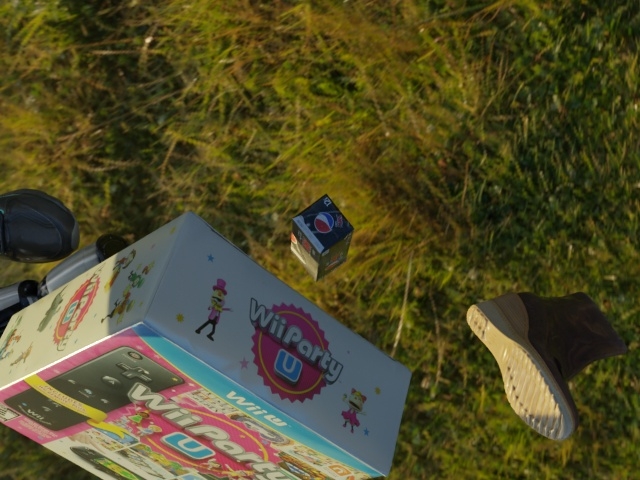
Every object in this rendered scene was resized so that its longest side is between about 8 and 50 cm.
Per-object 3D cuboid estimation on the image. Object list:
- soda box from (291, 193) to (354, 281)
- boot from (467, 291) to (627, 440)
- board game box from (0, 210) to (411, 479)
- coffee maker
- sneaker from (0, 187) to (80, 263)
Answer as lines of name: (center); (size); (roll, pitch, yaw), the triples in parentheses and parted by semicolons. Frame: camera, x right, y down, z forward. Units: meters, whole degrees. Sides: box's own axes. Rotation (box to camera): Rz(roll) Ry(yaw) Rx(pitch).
soda box: (0.000, 0.000, 1.163); (0.053, 0.169, 0.060); (-37, 80, -11)
boot: (0.336, 0.155, 1.249); (0.207, 0.248, 0.090); (-3, 130, -23)
board game box: (-0.114, 0.119, 0.745); (0.224, 0.097, 0.303); (37, 140, -24)
coffee maker: (-0.290, 0.101, 1.091); (0.178, 0.120, 0.171); (-26, 66, 10)
sneaker: (-0.425, -0.011, 1.127); (0.267, 0.106, 0.101); (8, 112, 13)
